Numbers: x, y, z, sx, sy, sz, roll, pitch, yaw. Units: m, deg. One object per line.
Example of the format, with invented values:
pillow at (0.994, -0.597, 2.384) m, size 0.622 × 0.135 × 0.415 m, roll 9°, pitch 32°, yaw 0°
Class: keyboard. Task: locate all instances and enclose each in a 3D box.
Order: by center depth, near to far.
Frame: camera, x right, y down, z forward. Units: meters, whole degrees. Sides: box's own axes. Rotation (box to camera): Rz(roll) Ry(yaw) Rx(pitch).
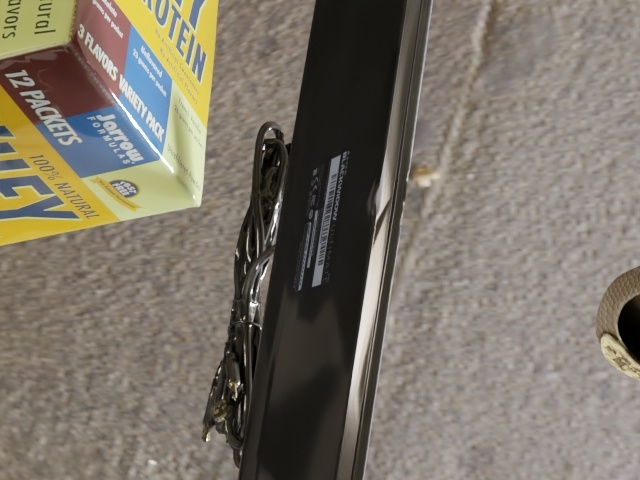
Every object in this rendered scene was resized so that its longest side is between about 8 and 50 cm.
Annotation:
keyboard at (0.000, 0.000, 0.701) m, size 0.033 × 0.201 × 0.317 m, roll 14°, pitch 77°, yaw -20°

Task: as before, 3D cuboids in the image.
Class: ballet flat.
ballet flat at (0.242, 0.051, 1.043) m, size 0.084 × 0.250 × 0.058 m, roll 37°, pitch 66°, yaw -4°

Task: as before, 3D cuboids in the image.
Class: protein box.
protein box at (-0.171, -0.114, 0.811) m, size 0.136 × 0.201 × 0.200 m, roll 55°, pitch 31°, yaw -50°
